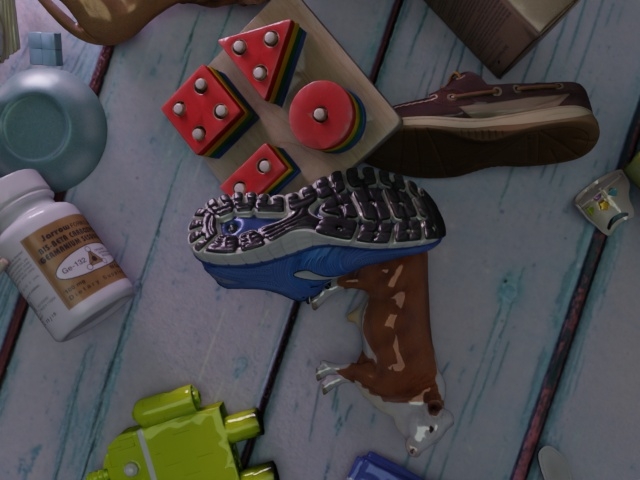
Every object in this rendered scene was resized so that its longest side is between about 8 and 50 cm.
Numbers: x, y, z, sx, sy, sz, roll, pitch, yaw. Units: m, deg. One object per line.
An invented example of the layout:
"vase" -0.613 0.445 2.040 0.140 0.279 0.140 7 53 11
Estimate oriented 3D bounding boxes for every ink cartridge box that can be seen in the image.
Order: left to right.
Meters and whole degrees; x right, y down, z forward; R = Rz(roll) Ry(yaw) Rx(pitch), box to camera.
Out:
"ink cartridge box" 0.226 -0.335 0.911 0.088 0.235 0.193 -44 89 2

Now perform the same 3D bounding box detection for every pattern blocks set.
"pattern blocks set" -0.519 -0.339 0.983 0.325 0.026 0.285 -3 105 18

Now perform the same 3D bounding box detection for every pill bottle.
"pill bottle" -0.383 0.018 0.979 0.131 0.131 0.229 -37 88 1

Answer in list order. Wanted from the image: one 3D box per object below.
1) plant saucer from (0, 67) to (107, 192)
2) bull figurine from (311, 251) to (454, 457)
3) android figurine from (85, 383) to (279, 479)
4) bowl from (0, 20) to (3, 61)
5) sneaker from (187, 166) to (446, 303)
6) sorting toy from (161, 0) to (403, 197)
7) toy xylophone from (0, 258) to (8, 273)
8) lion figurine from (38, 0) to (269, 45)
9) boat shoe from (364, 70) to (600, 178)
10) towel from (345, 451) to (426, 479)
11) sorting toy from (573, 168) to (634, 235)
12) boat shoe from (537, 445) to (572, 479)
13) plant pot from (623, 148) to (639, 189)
"plant saucer" -0.422 -0.167 1.028 0.195 0.037 0.194 0 90 2
"bull figurine" 0.088 0.147 0.979 0.189 0.101 0.310 -3 85 8
"android figurine" -0.205 0.343 1.012 0.273 0.056 0.248 -15 90 0
"bowl" -0.533 -0.287 0.943 0.170 0.080 0.170 5 106 17
"sneaker" 0.000 0.000 0.916 0.330 0.147 0.129 -6 54 1
"sorting toy" -0.069 -0.176 0.941 0.255 0.089 0.257 -41 78 16
"toy xylophone" -0.554 0.010 0.948 0.236 0.081 0.322 46 116 17
"lion figurine" -0.248 -0.382 0.992 0.392 0.142 0.240 -27 97 15
"boat shoe" 0.212 -0.176 0.985 0.342 0.123 0.123 -4 59 12
"towel" 0.098 0.504 0.976 0.243 0.040 0.335 24 86 14
"sorting toy" 0.419 -0.049 1.004 0.083 0.045 0.075 -38 96 1
"boat shoe" 0.350 0.357 1.004 0.046 0.038 0.125 -34 90 -18
"plant pot" 0.563 -0.079 0.907 0.276 0.276 0.254 -45 77 1
